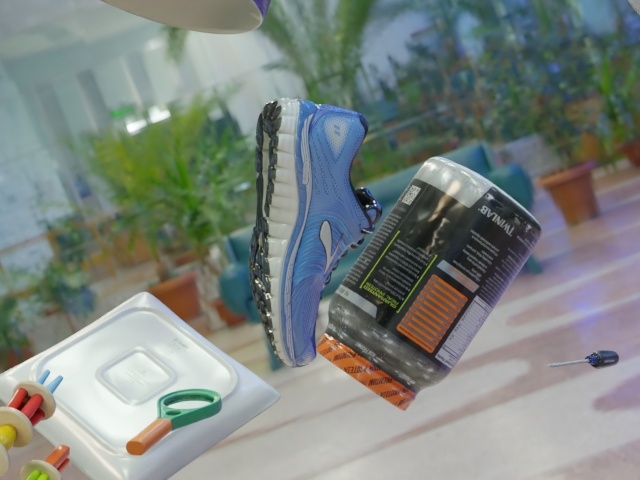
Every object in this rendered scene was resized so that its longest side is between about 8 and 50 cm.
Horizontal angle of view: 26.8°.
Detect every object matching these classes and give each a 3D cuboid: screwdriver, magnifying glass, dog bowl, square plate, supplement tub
[{"bbox_3d":[0.326,0.147,1.658,0.170,0.024,0.025,7,-55,-54],"label":"screwdriver"},{"bbox_3d":[-0.209,0.251,1.874,0.092,0.026,0.231,2,11,18],"label":"magnifying glass"},{"bbox_3d":[-0.173,-0.328,1.486,0.265,0.104,0.265,15,-10,3],"label":"dog bowl"},{"bbox_3d":[-0.301,0.233,2.178,0.347,0.049,0.344,34,48,29],"label":"square plate"},{"bbox_3d":[0.151,0.065,1.955,0.338,0.207,0.207,-55,9,-2],"label":"supplement tub"}]

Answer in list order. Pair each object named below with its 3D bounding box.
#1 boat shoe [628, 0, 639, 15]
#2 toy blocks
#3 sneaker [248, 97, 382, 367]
[{"bbox_3d":[0.562,-0.333,1.944,0.088,0.267,0.096,-42,-21,-57],"label":"boat shoe"},{"bbox_3d":[-0.308,0.219,1.458,0.054,0.123,0.148,-14,23,28],"label":"toy blocks"},{"bbox_3d":[0.000,0.000,1.537,0.147,0.330,0.130,-1,27,-14],"label":"sneaker"}]
